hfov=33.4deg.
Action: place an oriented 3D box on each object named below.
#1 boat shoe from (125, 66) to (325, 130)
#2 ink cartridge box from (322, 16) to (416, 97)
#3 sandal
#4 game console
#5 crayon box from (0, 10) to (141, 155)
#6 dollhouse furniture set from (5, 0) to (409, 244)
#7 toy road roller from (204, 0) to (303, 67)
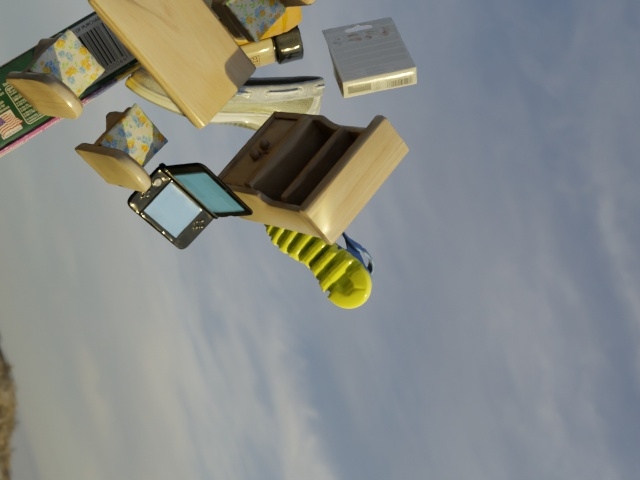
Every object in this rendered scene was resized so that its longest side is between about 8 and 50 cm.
[{"bbox_3d":[-0.146,-0.236,1.676,0.118,0.320,0.103,-141,-118,-65],"label":"boat shoe"},{"bbox_3d":[0.090,-0.349,2.029,0.179,0.145,0.045,-108,-172,-46],"label":"ink cartridge box"},{"bbox_3d":[0.000,0.000,2.165,0.317,0.126,0.138,53,22,9],"label":"sandal"},{"bbox_3d":[-0.171,-0.043,1.402,0.122,0.107,0.071,46,-4,-42],"label":"game console"},{"bbox_3d":[-0.463,-0.193,1.581,0.106,0.363,0.313,58,-20,-13],"label":"crayon box"},{"bbox_3d":[-0.114,-0.200,1.377,0.256,0.362,0.394,14,-31,54],"label":"dollhouse furniture set"},{"bbox_3d":[-0.161,-0.450,1.889,0.329,0.203,0.240,88,-16,-68],"label":"toy road roller"}]
